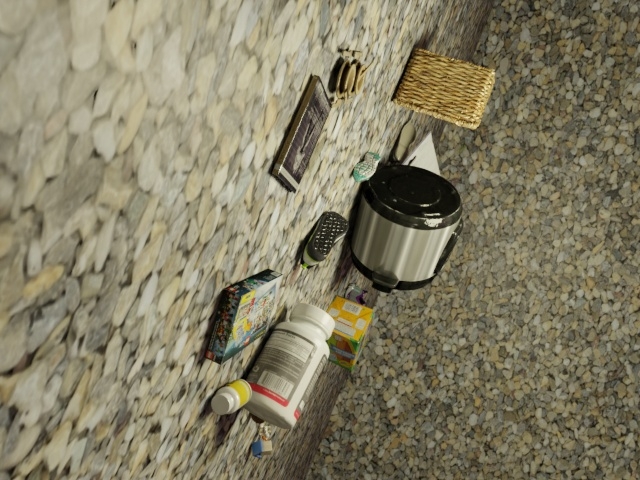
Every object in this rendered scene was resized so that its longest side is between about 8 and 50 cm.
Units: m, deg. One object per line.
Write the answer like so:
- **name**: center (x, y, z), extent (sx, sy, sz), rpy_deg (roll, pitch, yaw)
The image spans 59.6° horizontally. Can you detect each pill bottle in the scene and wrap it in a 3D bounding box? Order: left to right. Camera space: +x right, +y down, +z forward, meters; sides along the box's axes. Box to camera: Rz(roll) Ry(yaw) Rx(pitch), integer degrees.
- **pill bottle**: center (-0.215, 0.377, 1.339), extent (0.116, 0.065, 0.065), rpy_deg (-3, 114, -76)
- **pill bottle**: center (-0.083, 0.339, 1.551), extent (0.319, 0.176, 0.176), rpy_deg (-60, 164, -28)

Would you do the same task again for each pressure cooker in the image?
- **pressure cooker**: center (0.300, -0.025, 2.072), extent (0.369, 0.375, 0.420), rpy_deg (-11, 133, -26)

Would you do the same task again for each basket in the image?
- **basket**: center (0.422, -0.490, 1.940), extent (0.213, 0.299, 0.223), rpy_deg (49, 61, -76)

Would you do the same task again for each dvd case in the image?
- **dvd case**: center (-0.036, -0.220, 1.199), extent (0.164, 0.018, 0.221), rpy_deg (40, 72, -77)

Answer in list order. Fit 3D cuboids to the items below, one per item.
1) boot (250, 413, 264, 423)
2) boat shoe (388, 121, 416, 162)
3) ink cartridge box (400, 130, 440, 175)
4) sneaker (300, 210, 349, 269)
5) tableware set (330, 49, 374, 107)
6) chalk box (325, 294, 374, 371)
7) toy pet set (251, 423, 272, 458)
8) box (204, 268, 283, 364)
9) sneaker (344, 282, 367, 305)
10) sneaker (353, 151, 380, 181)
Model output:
- **boot**: center (-0.166, 0.484, 1.718), extent (0.084, 0.059, 0.158), rpy_deg (-36, 145, -74)
- **boat shoe**: center (0.329, -0.397, 2.273), extent (0.065, 0.075, 0.206), rpy_deg (-17, -138, 50)
- **ink cartridge box**: center (0.374, -0.258, 2.323), extent (0.304, 0.072, 0.307), rpy_deg (-49, 141, -14)
- **sneaker**: center (0.000, 0.000, 1.607), extent (0.097, 0.084, 0.235), rpy_deg (-48, -179, 41)
- **tableware set**: center (0.081, -0.379, 1.319), extent (0.194, 0.039, 0.128), rpy_deg (-44, 149, -65)
- **chalk box**: center (0.095, 0.403, 2.322), extent (0.289, 0.180, 0.179), rpy_deg (96, 21, -46)
- **toy pet set**: center (-0.205, 0.680, 1.911), extent (0.122, 0.065, 0.114), rpy_deg (101, -18, -47)
- **box**: center (-0.165, 0.161, 1.241), extent (0.233, 0.044, 0.159), rpy_deg (-22, 133, -71)
- **sneaker**: center (0.148, 0.299, 2.530), extent (0.083, 0.098, 0.224), rpy_deg (-52, 159, -48)
- **sneaker**: center (0.147, -0.220, 1.812), extent (0.166, 0.065, 0.076), rpy_deg (-50, 161, -48)
